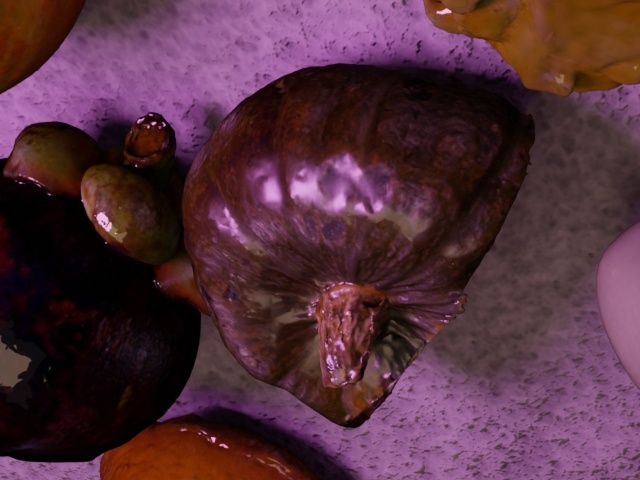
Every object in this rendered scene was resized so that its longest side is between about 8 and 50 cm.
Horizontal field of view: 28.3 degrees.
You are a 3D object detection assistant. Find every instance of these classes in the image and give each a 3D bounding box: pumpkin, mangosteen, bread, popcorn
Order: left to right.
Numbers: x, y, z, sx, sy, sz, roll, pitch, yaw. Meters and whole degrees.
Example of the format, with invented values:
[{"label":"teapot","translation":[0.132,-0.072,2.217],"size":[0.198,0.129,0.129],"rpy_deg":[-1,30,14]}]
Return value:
[{"label":"mangosteen","translation":[-0.237,0.048,1.125],"size":[0.311,0.311,0.311],"rpy_deg":[13,132,15]},{"label":"bread","translation":[-0.114,0.322,1.359],"size":[0.312,0.172,0.312],"rpy_deg":[14,134,15]},{"label":"pumpkin","translation":[0.000,0.000,0.993],"size":[0.232,0.242,0.325],"rpy_deg":[23,130,-5]},{"label":"popcorn","translation":[0.148,-0.211,0.804],"size":[0.233,0.192,0.266],"rpy_deg":[36,160,-26]}]

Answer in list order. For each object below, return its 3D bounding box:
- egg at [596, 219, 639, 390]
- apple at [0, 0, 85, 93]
[{"label":"egg","translation":[0.323,0.064,0.924],"size":[0.253,0.186,0.186],"rpy_deg":[21,133,7]},{"label":"apple","translation":[-0.302,-0.242,0.913],"size":[0.301,0.301,0.301],"rpy_deg":[13,132,15]}]
